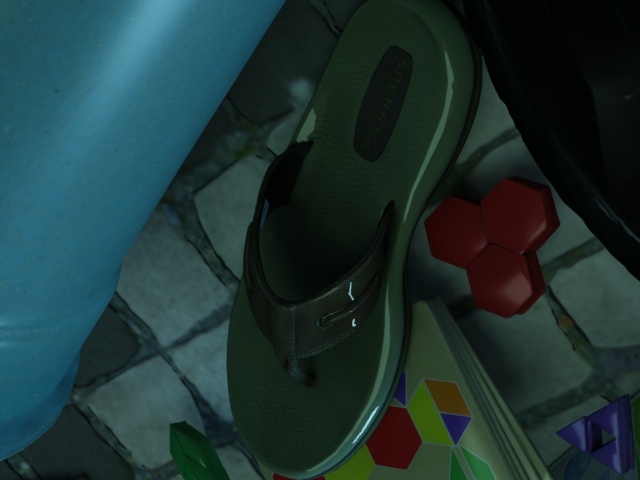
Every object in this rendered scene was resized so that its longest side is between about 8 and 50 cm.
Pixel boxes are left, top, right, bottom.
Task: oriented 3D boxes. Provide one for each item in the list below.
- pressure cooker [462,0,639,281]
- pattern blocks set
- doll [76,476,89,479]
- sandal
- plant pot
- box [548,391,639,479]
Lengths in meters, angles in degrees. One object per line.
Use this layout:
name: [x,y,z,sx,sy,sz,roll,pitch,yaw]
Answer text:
pressure cooker: [0.278,-0.115,0.537,0.375,0.420,0.370,-36,76,20]
pattern blocks set: [0.042,0.128,0.894,0.324,0.026,0.286,-22,84,34]
doll: [-0.245,0.235,1.094,0.189,0.046,0.129,-16,112,23]
sandal: [-0.001,-0.002,0.832,0.120,0.086,0.303,27,113,29]
plant pot: [-0.185,-0.119,0.732,0.341,0.341,0.334,37,114,-6]
box: [0.202,0.176,0.888,0.103,0.114,0.203,38,122,-7]
